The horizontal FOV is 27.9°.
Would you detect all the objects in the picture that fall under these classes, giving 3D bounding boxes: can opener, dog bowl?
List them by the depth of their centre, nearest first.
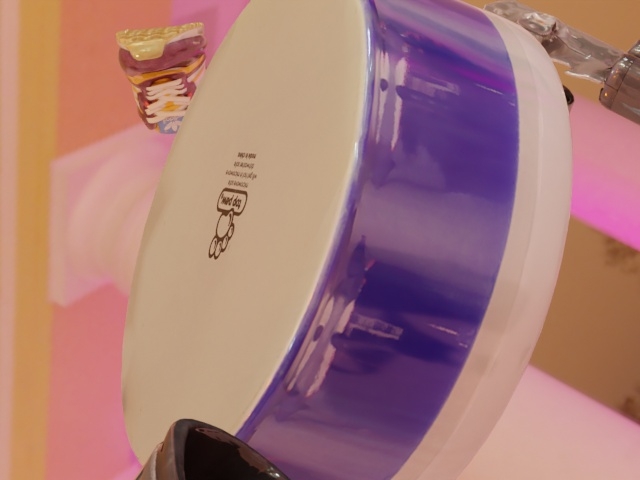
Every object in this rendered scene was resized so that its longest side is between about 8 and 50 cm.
[{"bbox_3d":[0.000,0.000,0.627,0.104,0.265,0.264,18,-77,-23],"label":"dog bowl"},{"bbox_3d":[0.238,-0.100,0.986,0.076,0.283,0.095,-38,-27,-50],"label":"can opener"}]

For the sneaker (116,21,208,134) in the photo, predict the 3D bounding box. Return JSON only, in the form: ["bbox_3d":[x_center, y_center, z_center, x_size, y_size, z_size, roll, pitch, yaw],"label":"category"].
[{"bbox_3d":[-0.116,-0.124,1.006,0.185,0.070,0.083,-81,-15,-82],"label":"sneaker"}]

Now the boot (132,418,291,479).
[{"bbox_3d":[-0.080,0.210,0.354,0.118,0.338,0.223,33,-66,-30],"label":"boot"}]
